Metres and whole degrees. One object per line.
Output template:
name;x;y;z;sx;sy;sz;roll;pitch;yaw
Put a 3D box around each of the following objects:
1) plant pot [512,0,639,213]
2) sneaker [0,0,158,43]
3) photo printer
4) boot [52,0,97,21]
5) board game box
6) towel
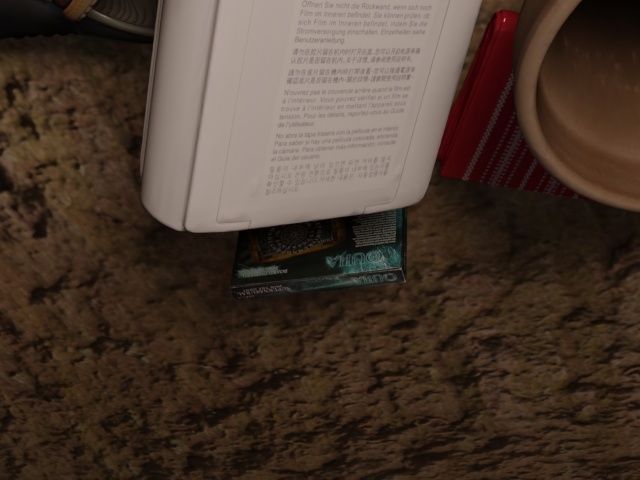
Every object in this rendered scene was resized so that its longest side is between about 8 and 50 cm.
plant pot;0.264;-0.183;0.645;0.263;0.229;0.263;3;139;3
sneaker;-0.230;-0.213;0.800;0.222;0.083;0.118;13;160;-21
photo printer;0.001;-0.165;0.678;0.256;0.107;0.308;-9;126;-34
boot;-0.207;-0.306;0.653;0.206;0.090;0.248;27;120;-14
board game box;0.000;0.000;0.970;0.186;0.126;0.026;-7;138;15
towel;0.264;-0.118;0.877;0.274;0.031;0.199;9;138;-7
